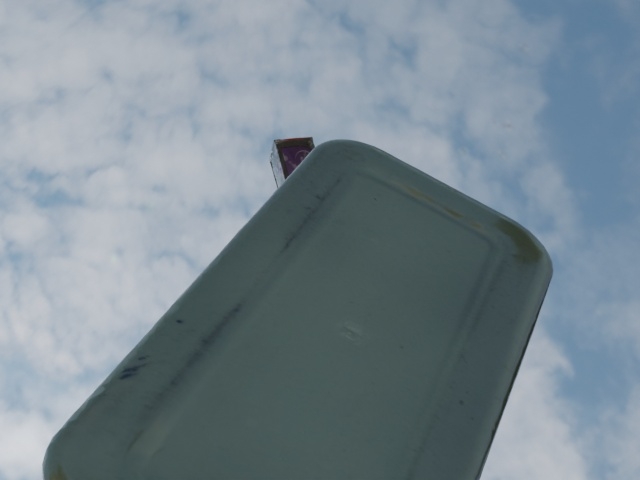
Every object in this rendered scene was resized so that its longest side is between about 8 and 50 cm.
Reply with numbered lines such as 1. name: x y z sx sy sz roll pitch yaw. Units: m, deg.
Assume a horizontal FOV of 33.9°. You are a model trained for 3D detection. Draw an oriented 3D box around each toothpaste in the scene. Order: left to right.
1. toothpaste: 0.000 0.000 0.940 0.047 0.040 0.196 -10 -111 -16

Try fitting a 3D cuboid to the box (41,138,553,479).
1. box: -0.041 0.169 0.575 0.177 0.352 0.344 28 -55 7
